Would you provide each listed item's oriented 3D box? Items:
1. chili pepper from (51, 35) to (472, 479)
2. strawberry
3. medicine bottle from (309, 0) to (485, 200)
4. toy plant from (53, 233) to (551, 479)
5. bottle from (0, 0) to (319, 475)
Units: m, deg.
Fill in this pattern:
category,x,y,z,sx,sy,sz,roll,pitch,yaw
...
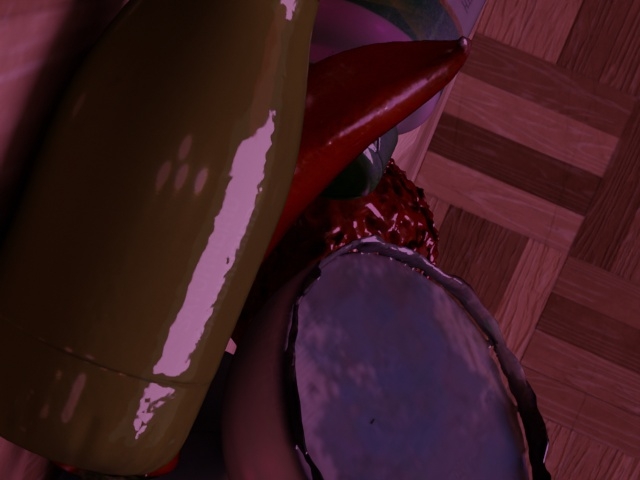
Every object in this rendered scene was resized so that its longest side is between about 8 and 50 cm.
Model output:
category,x,y,z,sx,sy,sz,roll,pitch,yaw
chili pepper,-0.062,0.020,0.801,0.092,0.137,0.368,26,95,-49
strawberry,0.000,0.000,1.060,0.201,0.186,0.184,96,-15,-71
medicine bottle,0.041,-0.164,0.966,0.133,0.133,0.274,98,17,-67
toy plant,-0.043,0.167,0.946,0.332,0.247,0.247,-29,-162,37
bottle,-0.069,-0.031,0.635,0.112,0.112,0.260,-16,130,-81
